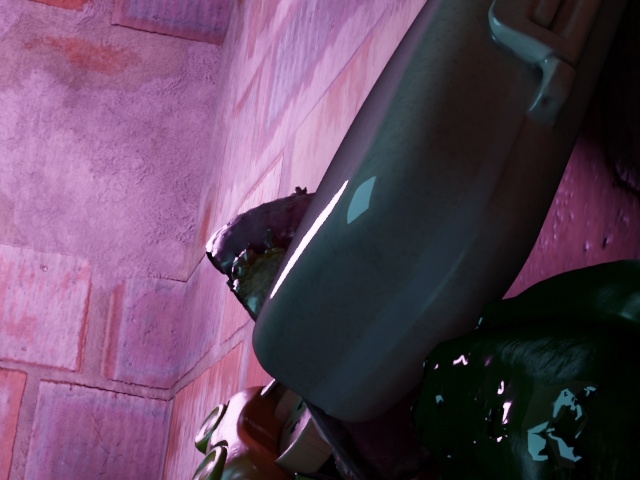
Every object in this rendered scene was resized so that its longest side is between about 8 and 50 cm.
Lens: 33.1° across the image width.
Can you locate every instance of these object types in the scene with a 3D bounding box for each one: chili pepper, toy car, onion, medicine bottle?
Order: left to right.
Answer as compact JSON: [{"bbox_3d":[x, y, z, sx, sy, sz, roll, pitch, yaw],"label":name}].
[{"bbox_3d":[-0.031,0.220,1.226,0.235,0.145,0.235,-51,14,18],"label":"toy car"},{"bbox_3d":[0.045,0.104,0.955,0.267,0.159,0.348,55,174,40],"label":"onion"},{"bbox_3d":[0.087,-0.072,0.720,0.375,0.123,0.282,-60,3,-37],"label":"medicine bottle"},{"bbox_3d":[0.153,0.092,0.447,0.261,0.174,0.165,1,102,64],"label":"chili pepper"}]

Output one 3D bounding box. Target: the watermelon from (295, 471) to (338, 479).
[{"bbox_3d":[0.033,0.285,0.913,0.193,0.137,0.145,60,-164,14],"label":"watermelon"}]
